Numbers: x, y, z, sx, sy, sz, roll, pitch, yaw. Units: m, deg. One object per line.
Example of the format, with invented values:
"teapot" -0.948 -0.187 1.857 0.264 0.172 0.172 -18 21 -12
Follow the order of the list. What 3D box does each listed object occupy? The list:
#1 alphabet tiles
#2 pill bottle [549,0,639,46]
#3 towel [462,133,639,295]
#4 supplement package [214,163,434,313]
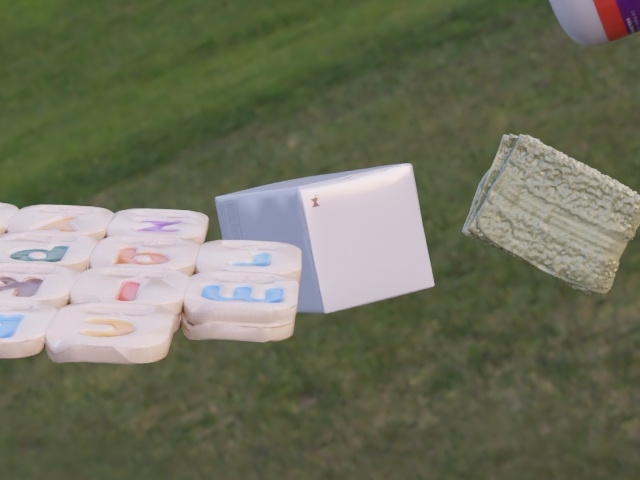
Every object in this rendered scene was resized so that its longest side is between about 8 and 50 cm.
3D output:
"alphabet tiles" -0.152 0.020 0.933 0.284 0.021 0.278 3 13 -1
"pill bottle" 0.324 -0.288 1.423 0.323 0.181 0.181 -20 17 13
"towel" 0.213 -0.024 1.606 0.027 0.148 0.110 -44 -21 -80
"supplement package" 0.000 0.000 1.470 0.105 0.105 0.179 -12 3 -24
